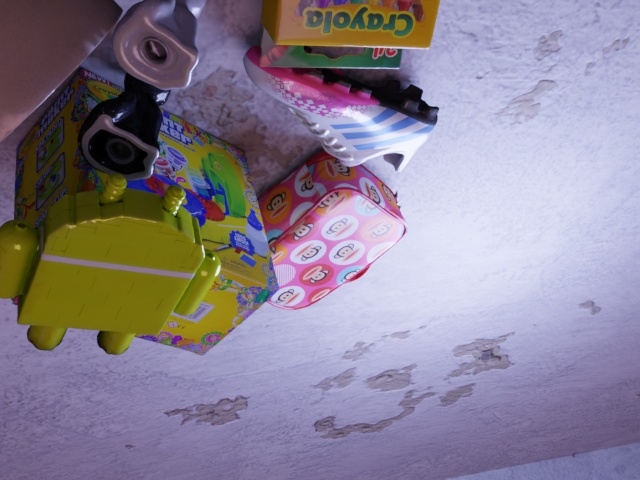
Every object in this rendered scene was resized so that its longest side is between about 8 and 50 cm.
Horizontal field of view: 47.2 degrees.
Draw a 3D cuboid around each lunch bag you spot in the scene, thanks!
[{"bbox_3d":[0.000,0.000,1.262,0.293,0.120,0.258,-36,138,21],"label":"lunch bag"}]

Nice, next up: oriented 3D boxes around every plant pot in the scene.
[{"bbox_3d":[-0.378,-0.219,0.766,0.284,0.284,0.191,-33,118,19],"label":"plant pot"}]

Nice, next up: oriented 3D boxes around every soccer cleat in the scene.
[{"bbox_3d":[0.025,-0.175,1.054,0.331,0.116,0.143,11,123,-33],"label":"soccer cleat"}]

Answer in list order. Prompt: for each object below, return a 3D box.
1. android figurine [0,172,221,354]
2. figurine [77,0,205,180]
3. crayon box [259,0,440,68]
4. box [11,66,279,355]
[{"bbox_3d":[-0.234,0.032,0.817,0.248,0.056,0.273,8,134,-28],"label":"android figurine"},{"bbox_3d":[-0.198,-0.213,0.864,0.092,0.210,0.215,21,126,-16],"label":"figurine"},{"bbox_3d":[0.045,-0.338,0.839,0.202,0.081,0.319,-4,125,-17],"label":"crayon box"},{"bbox_3d":[-0.243,-0.032,1.005,0.289,0.279,0.177,24,125,-40],"label":"box"}]
